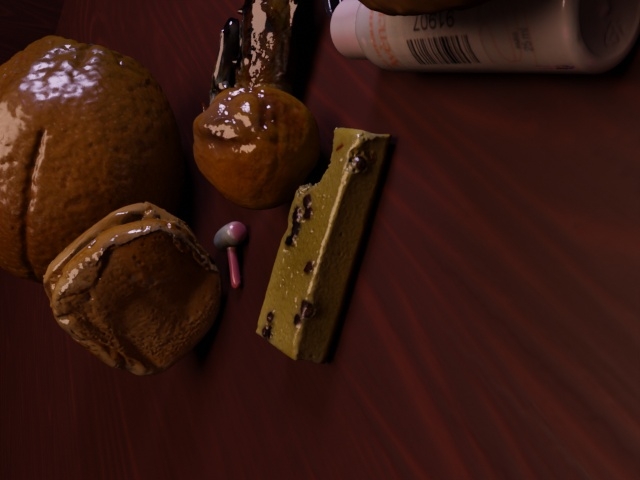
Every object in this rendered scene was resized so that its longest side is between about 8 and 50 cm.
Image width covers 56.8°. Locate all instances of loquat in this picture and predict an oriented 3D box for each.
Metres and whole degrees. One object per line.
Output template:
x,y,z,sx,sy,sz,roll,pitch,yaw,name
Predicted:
-0.069,-0.100,0.626,0.137,0.137,0.113,-35,25,45,loquat

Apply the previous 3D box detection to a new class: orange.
-0.366,-0.114,0.883,0.322,0.322,0.357,35,119,53,orange

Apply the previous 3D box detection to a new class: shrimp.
-0.095,-0.238,0.751,0.233,0.071,0.365,25,109,58,shrimp

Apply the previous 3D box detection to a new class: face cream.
0.099,-0.168,0.452,0.269,0.082,0.082,23,99,55,face cream

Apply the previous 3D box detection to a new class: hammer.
-0.111,0.020,0.743,0.052,0.031,0.083,-33,61,50,hammer

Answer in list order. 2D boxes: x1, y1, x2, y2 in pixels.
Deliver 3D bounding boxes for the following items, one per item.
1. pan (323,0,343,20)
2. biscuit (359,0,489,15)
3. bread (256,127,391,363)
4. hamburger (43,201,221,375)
0.073,-0.266,0.561,0.235,0.028,0.136,35,110,56,pan
0.122,-0.256,0.344,0.296,0.102,0.296,-31,40,30,biscuit
0.000,0.000,0.572,0.088,0.049,0.226,23,99,55,bread
-0.225,0.065,0.739,0.108,0.213,0.214,44,116,46,hamburger
